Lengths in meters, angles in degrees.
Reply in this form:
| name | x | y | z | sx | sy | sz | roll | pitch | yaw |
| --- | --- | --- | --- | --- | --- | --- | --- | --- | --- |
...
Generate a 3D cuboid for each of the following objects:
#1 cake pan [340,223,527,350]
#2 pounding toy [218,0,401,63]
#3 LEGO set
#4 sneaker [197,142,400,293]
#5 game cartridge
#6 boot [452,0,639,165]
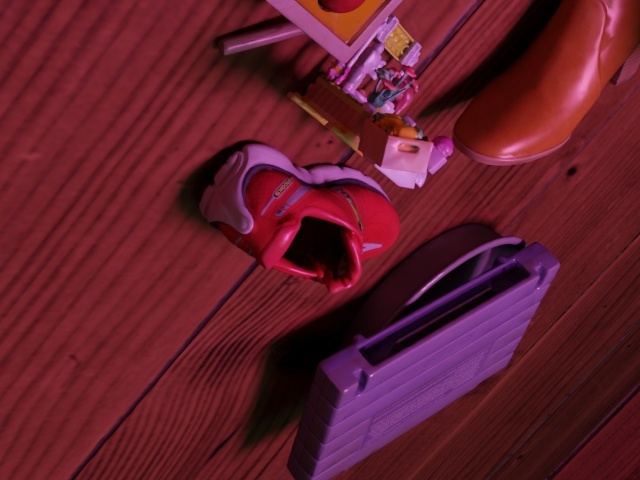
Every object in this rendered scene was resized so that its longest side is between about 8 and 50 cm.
| name | x | y | z | sx | sy | sz | roll | pitch | yaw |
| --- | --- | --- | --- | --- | --- | --- | --- | --- | --- |
| cake pan | 0.137 | 0.090 | 1.446 | 0.293 | 0.054 | 0.293 | -34 | 153 | -20 |
| pounding toy | 0.010 | -0.176 | 0.799 | 0.181 | 0.094 | 0.206 | -47 | 154 | 9 |
| LEGO set | 0.055 | -0.117 | 0.914 | 0.107 | 0.132 | 0.287 | -51 | 176 | 5 |
| sneaker | 0.000 | 0.000 | 1.029 | 0.107 | 0.118 | 0.279 | -51 | 154 | 18 |
| game cartridge | 0.121 | 0.150 | 1.386 | 0.355 | 0.068 | 0.230 | -26 | 154 | -32 |
| boot | 0.246 | -0.212 | 1.102 | 0.295 | 0.104 | 0.211 | -33 | 148 | -32 |
